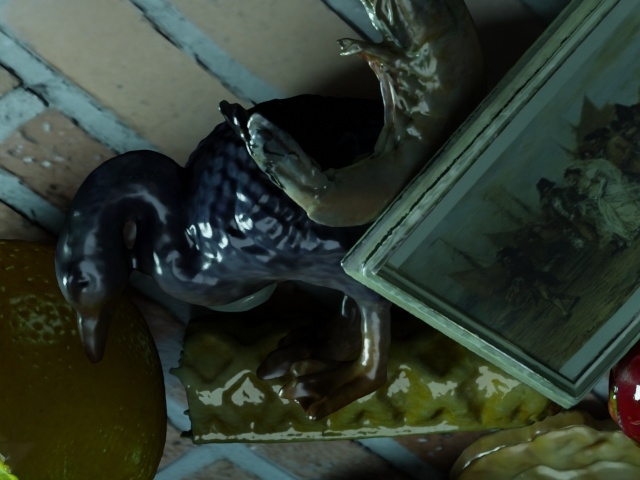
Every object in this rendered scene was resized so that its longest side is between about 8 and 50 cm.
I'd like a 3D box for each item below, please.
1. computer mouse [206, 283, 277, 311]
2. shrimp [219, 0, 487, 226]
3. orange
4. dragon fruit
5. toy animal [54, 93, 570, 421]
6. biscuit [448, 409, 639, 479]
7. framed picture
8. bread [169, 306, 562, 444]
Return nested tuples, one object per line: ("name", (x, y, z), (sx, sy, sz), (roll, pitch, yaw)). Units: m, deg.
("computer mouse", (-0.050, -0.006, 1.045), (0.056, 0.032, 0.110), (3, 125, -16))
("shrimp", (0.011, -0.106, 0.851), (0.152, 0.046, 0.219), (-31, 124, -21))
("orange", (-0.177, 0.103, 1.059), (0.158, 0.179, 0.237), (-17, 141, -15))
("dragon fruit", (0.230, 0.073, 1.095), (0.094, 0.094, 0.190), (-6, 133, 7))
("toy animal", (0.000, 0.000, 0.965), (0.298, 0.122, 0.185), (-19, 113, -1))
("biscuit", (0.204, 0.206, 1.292), (0.203, 0.041, 0.260), (-12, 139, 10))
("framed picture", (0.167, -0.037, 0.922), (0.217, 0.017, 0.274), (30, 107, -36))
("bread", (0.037, 0.088, 1.112), (0.269, 0.087, 0.098), (-2, 136, 2))
